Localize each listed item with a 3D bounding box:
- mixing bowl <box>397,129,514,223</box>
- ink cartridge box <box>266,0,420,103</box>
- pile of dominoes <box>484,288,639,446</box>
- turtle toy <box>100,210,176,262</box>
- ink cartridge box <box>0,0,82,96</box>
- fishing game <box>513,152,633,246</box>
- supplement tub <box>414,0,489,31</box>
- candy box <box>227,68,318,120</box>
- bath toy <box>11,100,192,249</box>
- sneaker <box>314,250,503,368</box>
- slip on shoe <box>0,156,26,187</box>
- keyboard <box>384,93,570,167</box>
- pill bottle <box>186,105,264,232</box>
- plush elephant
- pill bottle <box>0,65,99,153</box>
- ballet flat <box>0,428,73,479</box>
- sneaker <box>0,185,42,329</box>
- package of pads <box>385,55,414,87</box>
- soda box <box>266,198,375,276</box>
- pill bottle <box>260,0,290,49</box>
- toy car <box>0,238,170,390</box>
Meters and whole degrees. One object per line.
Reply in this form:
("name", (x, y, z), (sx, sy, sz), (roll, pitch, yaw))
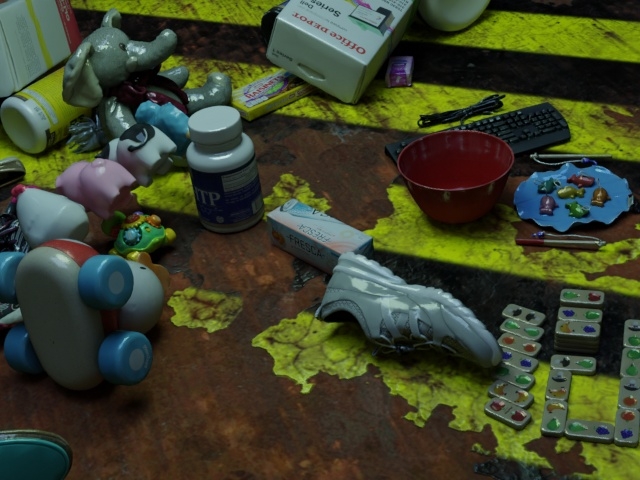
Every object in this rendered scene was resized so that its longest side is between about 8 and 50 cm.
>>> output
("mixing bowl", (0.215, -0.089, 1.750), (0.182, 0.098, 0.181), (-5, 34, 3))
("ink cartridge box", (0.051, -0.427, 2.153), (0.201, 0.117, 0.278), (29, 55, 6))
("pile of dominoes", (0.319, 0.154, 1.434), (0.196, 0.040, 0.251), (4, 36, 16))
("turtle toy", (-0.301, -0.011, 1.769), (0.130, 0.066, 0.095), (10, 37, 43))
("ink cartridge box", (-0.682, -0.398, 2.225), (0.279, 0.160, 0.384), (-8, 21, 9))
("fishing game", (0.399, -0.076, 1.748), (0.189, 0.041, 0.264), (3, 36, 20))
("supplement tub", (0.189, -0.597, 2.357), (0.241, 0.241, 0.331), (-32, 41, -30))
("candy box", (-0.088, -0.297, 2.172), (0.206, 0.027, 0.105), (-29, 36, -27))
("bath toy", (-0.350, -0.101, 1.749), (0.129, 0.151, 0.348), (39, 49, 7))
("sneaker", (0.119, 0.120, 1.502), (0.281, 0.105, 0.115), (23, 74, 35))
("slip on shoe", (-0.597, -0.109, 1.992), (0.135, 0.051, 0.041), (-23, 49, -30))
("keyboard", (0.266, -0.195, 1.953), (0.317, 0.033, 0.201), (-15, 35, -12))
("pill bottle", (-0.157, -0.117, 1.788), (0.112, 0.186, 0.112), (-6, 34, 4))
("plush elephant", (-0.331, -0.285, 1.991), (0.330, 0.255, 0.271), (-4, 40, 10))
("pill bottle", (-0.499, -0.263, 2.127), (0.117, 0.117, 0.215), (19, 43, 33))
("ballet flat", (-0.475, 0.307, 1.339), (0.342, 0.116, 0.124), (-26, 19, -18))
("sneaker", (-0.488, 0.032, 1.709), (0.121, 0.112, 0.299), (-3, 36, 7))
("package of pads", (0.156, -0.333, 2.170), (0.050, 0.032, 0.083), (-3, 35, 12))
("soda box", (0.000, 0.000, 1.703), (0.063, 0.058, 0.183), (-33, 42, -31))
("pill bottle", (-0.008, -0.463, 2.310), (0.219, 0.122, 0.123), (-33, 42, -32))
("toy car", (-0.300, 0.074, 1.555), (0.219, 0.210, 0.238), (1, 21, 32))
